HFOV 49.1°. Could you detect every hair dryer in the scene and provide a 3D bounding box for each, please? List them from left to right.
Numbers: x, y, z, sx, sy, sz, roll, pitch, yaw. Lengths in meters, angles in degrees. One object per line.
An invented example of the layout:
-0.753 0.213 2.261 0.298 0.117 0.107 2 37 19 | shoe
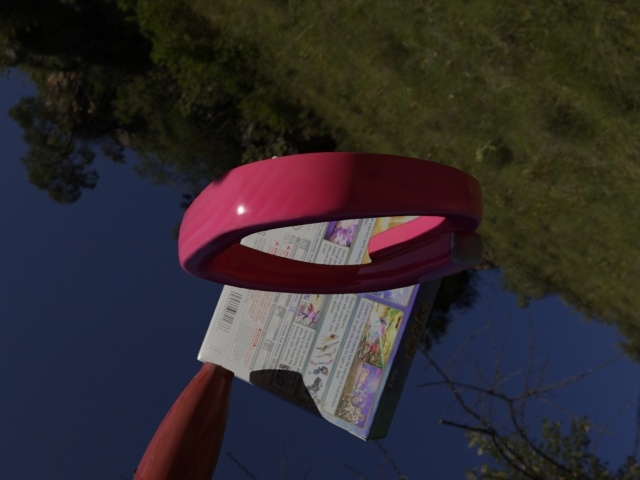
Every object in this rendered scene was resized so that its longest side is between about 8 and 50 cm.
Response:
-0.187 0.258 0.811 0.080 0.293 0.223 27 -160 -22 | hair dryer

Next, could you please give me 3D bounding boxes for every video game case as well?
0.007 0.057 0.819 0.061 0.244 0.269 26 -96 -58 | video game case

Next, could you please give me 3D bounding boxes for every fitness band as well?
0.000 0.000 0.559 0.209 0.291 0.054 5 -105 -22 | fitness band
